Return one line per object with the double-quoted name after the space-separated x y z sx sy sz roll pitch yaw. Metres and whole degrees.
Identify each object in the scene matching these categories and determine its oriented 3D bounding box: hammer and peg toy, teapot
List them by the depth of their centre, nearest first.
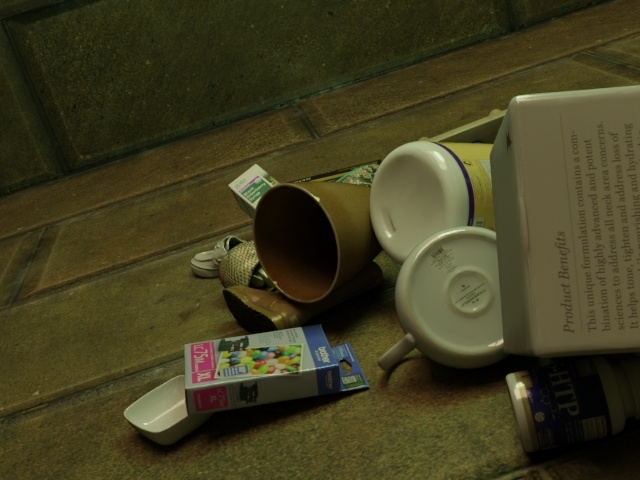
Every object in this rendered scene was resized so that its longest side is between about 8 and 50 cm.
0.237 0.108 1.464 0.255 0.253 0.187 7 -14 3 "teapot"
0.391 -0.170 1.906 0.361 0.266 0.127 -22 35 -11 "hammer and peg toy"

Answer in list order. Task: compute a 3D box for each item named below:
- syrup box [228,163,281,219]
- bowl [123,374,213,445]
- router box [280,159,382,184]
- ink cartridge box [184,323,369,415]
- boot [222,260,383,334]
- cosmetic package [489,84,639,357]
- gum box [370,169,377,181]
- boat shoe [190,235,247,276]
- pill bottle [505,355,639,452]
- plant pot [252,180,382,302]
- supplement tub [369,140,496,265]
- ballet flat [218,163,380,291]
-0.119 -0.083 2.132 0.093 0.096 0.237 -39 50 -12 "syrup box"
-0.261 0.307 1.528 0.142 0.053 0.142 -30 25 -32 "bowl"
0.021 -0.106 2.280 0.308 0.081 0.243 -14 22 10 "router box"
-0.084 0.220 1.523 0.310 0.065 0.186 -5 18 -8 "ink cartridge box"
-0.039 0.105 1.819 0.269 0.089 0.236 -30 35 -29 "boot"
0.450 -0.015 1.173 0.393 0.330 0.327 -4 -7 5 "cosmetic package"
0.207 -0.101 1.985 0.157 0.185 0.041 -30 24 -30 "gum box"
-0.216 0.033 2.111 0.267 0.088 0.096 0 27 36 "boat shoe"
0.360 0.220 1.191 0.186 0.112 0.112 -14 22 8 "pill bottle"
0.035 -0.021 1.739 0.237 0.237 0.254 5 17 44 "plant pot"
0.287 -0.070 1.668 0.331 0.241 0.241 -3 9 -38 "supplement tub"
0.000 0.000 1.971 0.482 0.164 0.182 -32 39 -16 "ballet flat"
